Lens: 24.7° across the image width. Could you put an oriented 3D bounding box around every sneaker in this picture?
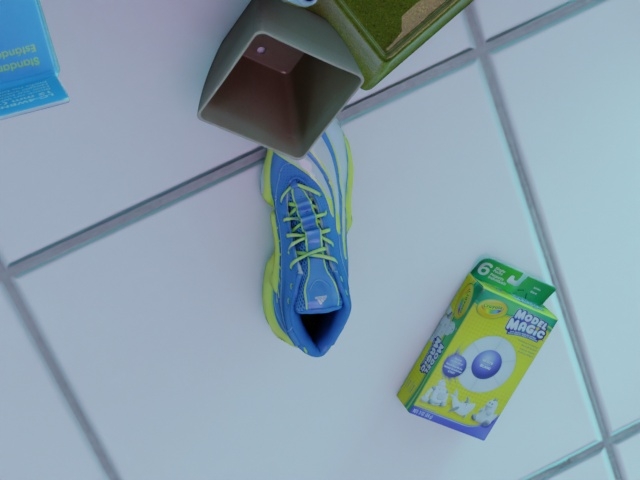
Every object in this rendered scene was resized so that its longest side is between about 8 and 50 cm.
[{"bbox_3d":[0.000,0.000,1.364,0.091,0.126,0.240,-6,115,-16],"label":"sneaker"}]

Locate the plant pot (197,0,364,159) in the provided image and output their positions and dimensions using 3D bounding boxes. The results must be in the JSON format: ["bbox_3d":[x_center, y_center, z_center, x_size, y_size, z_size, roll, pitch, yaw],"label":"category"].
[{"bbox_3d":[-0.039,-0.155,1.289,0.109,0.096,0.109,21,129,-26],"label":"plant pot"}]

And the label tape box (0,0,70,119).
[{"bbox_3d":[-0.334,-0.169,1.052,0.249,0.348,0.115,-15,116,-12],"label":"label tape box"}]

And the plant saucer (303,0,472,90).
[{"bbox_3d":[0.064,-0.253,1.321,0.188,0.045,0.188,-41,118,2],"label":"plant saucer"}]

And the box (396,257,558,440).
[{"bbox_3d":[0.169,0.112,1.518,0.105,0.043,0.179,22,102,-26],"label":"box"}]

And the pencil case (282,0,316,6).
[{"bbox_3d":[-0.112,-0.272,1.173,0.273,0.113,0.124,13,69,-26],"label":"pencil case"}]
